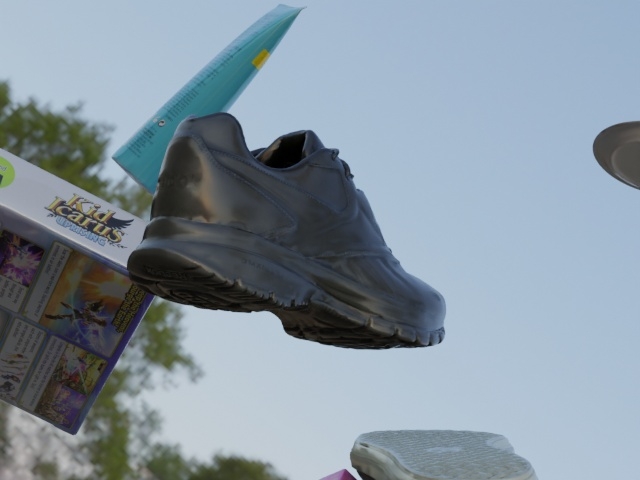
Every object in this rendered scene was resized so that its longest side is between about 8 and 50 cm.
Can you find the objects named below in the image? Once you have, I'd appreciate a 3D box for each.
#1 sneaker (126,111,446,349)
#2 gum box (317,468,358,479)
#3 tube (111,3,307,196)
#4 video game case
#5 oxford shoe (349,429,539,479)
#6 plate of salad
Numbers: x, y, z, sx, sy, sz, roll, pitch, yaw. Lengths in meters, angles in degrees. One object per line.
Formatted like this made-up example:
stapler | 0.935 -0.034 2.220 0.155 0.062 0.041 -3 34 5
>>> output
sneaker | 0.000 0.000 0.867 0.109 0.130 0.286 -1 -16 36
gum box | 0.051 0.338 1.328 0.062 0.107 0.188 -31 -69 37
tube | -0.094 -0.130 1.132 0.052 0.207 0.080 44 -5 -26
video game case | -0.279 0.037 1.139 0.244 0.061 0.269 28 -43 -7
oxford shoe | 0.118 0.253 1.254 0.449 0.169 0.130 167 -81 -88
plate of salad | 0.495 -0.124 1.889 0.200 0.048 0.200 16 -24 7
